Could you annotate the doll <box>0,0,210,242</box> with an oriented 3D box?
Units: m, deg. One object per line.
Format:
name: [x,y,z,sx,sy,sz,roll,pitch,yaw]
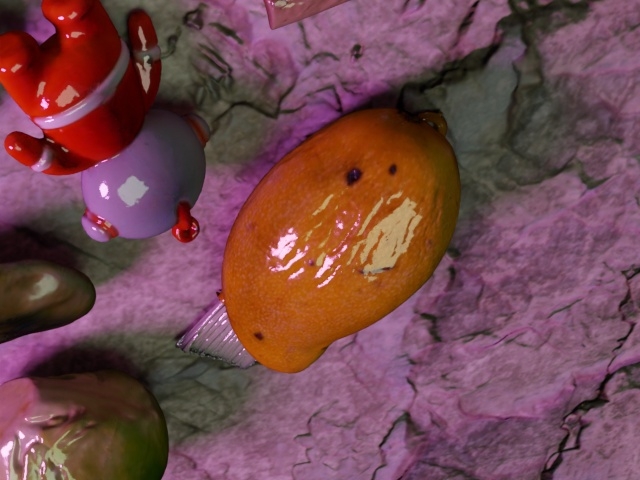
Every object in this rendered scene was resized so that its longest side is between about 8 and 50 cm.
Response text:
doll: [-0.148,-0.078,1.154,0.142,0.076,0.245,-46,139,-12]

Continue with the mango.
mango: [0.010,0.006,1.277,0.157,0.109,0.262,29,112,-13]

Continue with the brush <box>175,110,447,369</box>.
brush: [0.000,0.000,1.359,0.090,0.017,0.314,21,122,-42]

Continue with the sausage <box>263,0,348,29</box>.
sausage: [0.092,-0.236,1.122,0.301,0.065,0.066,-23,139,1]

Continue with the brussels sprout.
brussels sprout: [-0.214,0.189,1.355,0.181,0.143,0.161,24,123,-38]

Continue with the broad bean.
broad bean: [-0.278,0.064,1.231,0.207,0.072,0.153,-28,171,-14]
